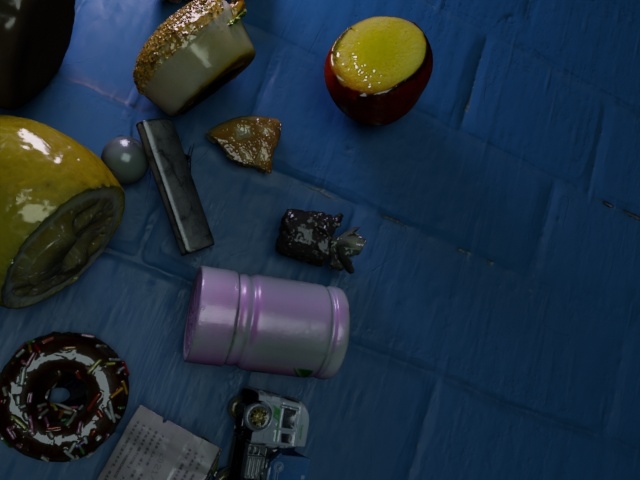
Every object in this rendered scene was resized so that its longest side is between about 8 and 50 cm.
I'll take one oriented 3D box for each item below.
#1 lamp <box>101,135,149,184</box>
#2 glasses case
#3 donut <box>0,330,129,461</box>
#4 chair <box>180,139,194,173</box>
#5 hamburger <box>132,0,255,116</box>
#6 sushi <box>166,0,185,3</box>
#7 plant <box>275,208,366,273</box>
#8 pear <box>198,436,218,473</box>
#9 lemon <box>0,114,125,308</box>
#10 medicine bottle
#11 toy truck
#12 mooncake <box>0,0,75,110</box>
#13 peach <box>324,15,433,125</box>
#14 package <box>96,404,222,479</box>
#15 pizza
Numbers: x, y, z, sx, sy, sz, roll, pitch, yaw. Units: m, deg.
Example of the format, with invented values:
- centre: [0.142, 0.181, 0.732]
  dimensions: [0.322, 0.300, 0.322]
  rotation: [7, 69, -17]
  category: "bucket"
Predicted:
- centre: [-0.427, -0.175, 1.318]
  dimensions: [0.105, 0.105, 0.105]
  rotation: [3, 79, -18]
  category: "lamp"
- centre: [-0.320, -0.118, 1.323]
  dimensions: [0.060, 0.114, 0.299]
  rotation: [-16, 96, 18]
  category: "glasses case"
- centre: [-0.517, 0.311, 1.201]
  dimensions: [0.270, 0.103, 0.269]
  rotation: [3, 81, -17]
  category: "donut"
- centre: [-0.318, -0.189, 1.391]
  dimensions: [0.042, 0.037, 0.086]
  rotation: [10, 73, -29]
  category: "chair"
- centre: [-0.282, -0.409, 1.322]
  dimensions: [0.179, 0.276, 0.294]
  rotation: [51, 56, -12]
  category: "hamburger"
- centre: [-0.268, -0.654, 1.452]
  dimensions: [0.332, 0.130, 0.124]
  rotation: [-20, 92, -16]
  category: "sushi"
- centre: [0.000, 0.000, 1.417]
  dimensions: [0.203, 0.131, 0.142]
  rotation: [9, 74, -19]
  category: "plant"
- centre: [-0.258, 0.462, 1.274]
  dimensions: [0.092, 0.092, 0.097]
  rotation: [-53, 141, -19]
  category: "pear"
- centre: [-0.580, -0.073, 1.129]
  dimensions: [0.364, 0.364, 0.364]
  rotation: [3, 79, -18]
  category: "lemon"
- centre: [-0.118, 0.181, 1.301]
  dimensions: [0.326, 0.212, 0.212]
  rotation: [10, 77, -18]
  category: "medicine bottle"
- centre: [-0.128, 0.505, 1.279]
  dimensions: [0.175, 0.146, 0.367]
  rotation: [13, 79, -24]
  category: "toy truck"
- centre: [-0.627, -0.432, 1.184]
  dimensions: [0.187, 0.324, 0.323]
  rotation: [24, 74, -12]
  category: "mooncake"
- centre: [0.138, -0.399, 1.479]
  dimensions: [0.275, 0.249, 0.245]
  rotation: [-44, 135, -26]
  category: "peach"
- centre: [-0.338, 0.490, 1.208]
  dimensions: [0.204, 0.062, 0.250]
  rotation: [25, 90, 4]
  category: "package"
- centre: [-0.163, -0.228, 1.444]
  dimensions: [0.182, 0.062, 0.161]
  rotation: [-28, 83, -26]
  category: "pizza"
